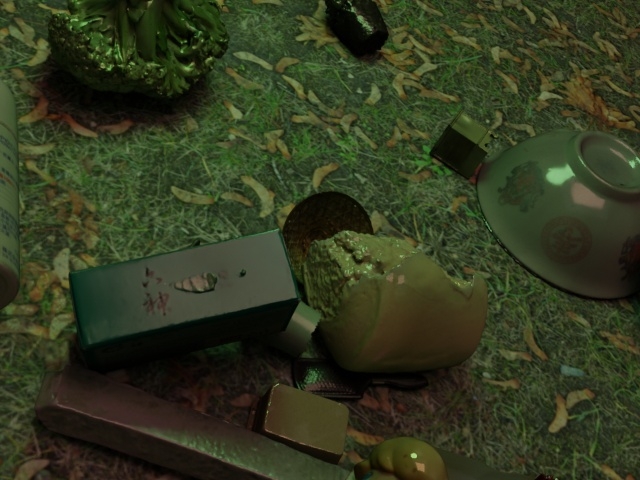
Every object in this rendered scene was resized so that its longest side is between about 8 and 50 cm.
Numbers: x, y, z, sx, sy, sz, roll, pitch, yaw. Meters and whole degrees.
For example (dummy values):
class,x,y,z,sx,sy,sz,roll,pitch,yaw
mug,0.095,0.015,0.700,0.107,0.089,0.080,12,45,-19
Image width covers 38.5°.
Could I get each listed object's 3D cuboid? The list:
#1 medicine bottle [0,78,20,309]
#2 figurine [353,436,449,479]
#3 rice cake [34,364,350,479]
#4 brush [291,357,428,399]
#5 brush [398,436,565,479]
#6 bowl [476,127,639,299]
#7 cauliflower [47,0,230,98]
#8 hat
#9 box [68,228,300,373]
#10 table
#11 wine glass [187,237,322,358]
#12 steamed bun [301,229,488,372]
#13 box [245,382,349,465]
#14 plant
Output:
class,x,y,z,sx,sy,sz,roll,pitch,yaw
medicine bottle,-0.438,-0.078,1.128,0.130,0.130,0.341,4,51,-23
figurine,0.060,0.305,1.061,0.196,0.114,0.108,-24,87,-27
rice cake,-0.146,0.231,1.039,0.364,0.056,0.073,21,33,-4
brush,0.055,0.183,1.215,0.193,0.016,0.063,6,48,-21
brush,0.248,0.317,1.172,0.321,0.050,0.060,19,50,-9
bowl,0.450,-0.083,1.541,0.345,0.157,0.346,14,46,-15
cauliflower,-0.259,-0.348,1.369,0.272,0.250,0.275,8,53,-17
hat,0.000,0.000,1.323,0.146,0.067,0.146,-1,94,-22
box,-0.157,0.073,1.060,0.244,0.153,0.092,-11,74,-13
table,0.247,-0.166,1.570,0.083,0.079,0.062,36,47,4
wine glass,-0.095,0.078,1.192,0.195,0.079,0.079,30,45,1
steamed bun,0.115,0.071,1.233,0.225,0.170,0.200,3,48,-32
box,-0.025,0.228,1.105,0.122,0.062,0.089,19,46,-8
plant,0.066,-0.416,1.700,0.092,0.094,0.143,-21,73,-21
